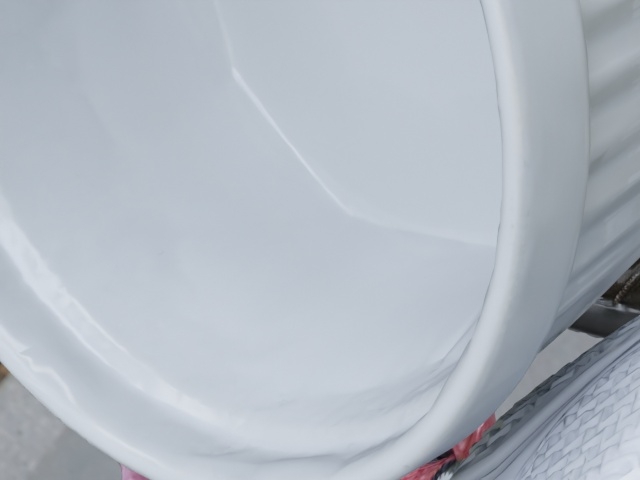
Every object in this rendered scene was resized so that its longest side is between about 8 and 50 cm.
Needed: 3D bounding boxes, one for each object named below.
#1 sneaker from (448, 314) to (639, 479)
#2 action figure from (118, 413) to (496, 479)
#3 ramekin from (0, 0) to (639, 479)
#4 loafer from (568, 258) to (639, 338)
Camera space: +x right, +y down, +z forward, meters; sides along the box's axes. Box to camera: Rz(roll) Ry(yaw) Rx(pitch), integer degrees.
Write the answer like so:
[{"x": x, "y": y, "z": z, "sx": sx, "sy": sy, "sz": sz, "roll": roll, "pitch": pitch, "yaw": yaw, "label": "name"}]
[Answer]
[{"x": 0.070, "y": 0.125, "z": 0.346, "sx": 0.101, "sy": 0.153, "sz": 0.268, "roll": -39, "pitch": 10, "yaw": 51, "label": "sneaker"}, {"x": 0.022, "y": 0.177, "z": 0.645, "sx": 0.248, "sy": 0.276, "sz": 0.370, "roll": 42, "pitch": 123, "yaw": 18, "label": "action figure"}, {"x": -0.007, "y": -0.056, "z": 0.411, "sx": 0.207, "sy": 0.207, "sz": 0.109, "roll": 13, "pitch": 29, "yaw": 40, "label": "ramekin"}, {"x": 0.058, "y": -0.023, "z": 0.700, "sx": 0.220, "sy": 0.078, "sz": 0.080, "roll": 11, "pitch": 29, "yaw": 15, "label": "loafer"}]
